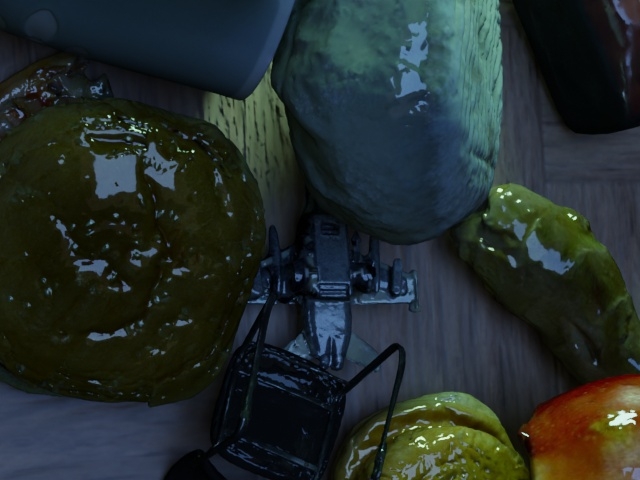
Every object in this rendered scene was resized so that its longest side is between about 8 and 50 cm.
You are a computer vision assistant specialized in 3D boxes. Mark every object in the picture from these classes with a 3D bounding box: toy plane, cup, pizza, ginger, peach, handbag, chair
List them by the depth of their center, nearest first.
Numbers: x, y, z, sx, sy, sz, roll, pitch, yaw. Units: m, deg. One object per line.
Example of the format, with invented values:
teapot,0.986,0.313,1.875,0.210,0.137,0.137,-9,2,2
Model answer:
cup,-0.159,-0.268,1.294,0.274,0.357,0.259,13,104,-15
chair,-0.041,0.169,1.379,0.140,0.221,0.145,24,56,-14
pizza,-0.240,-0.068,1.400,0.185,0.052,0.195,-45,100,-15
peach,0.291,0.260,1.413,0.338,0.281,0.281,9,81,-35
toy plane,0.003,-0.002,1.457,0.192,0.088,0.262,0,83,-15
ginger,0.245,0.046,1.527,0.263,0.109,0.116,48,55,-9
handbag,0.314,-0.250,1.548,0.181,0.181,0.254,-27,96,-18

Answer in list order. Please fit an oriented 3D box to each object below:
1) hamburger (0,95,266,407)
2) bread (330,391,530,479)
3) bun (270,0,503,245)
hamburger,-0.186,0.016,1.333,0.265,0.134,0.285,11,97,-23
bread,0.112,0.269,1.448,0.198,0.120,0.236,-15,88,-16
bun,0.064,-0.165,1.392,0.194,0.354,0.354,2,82,15
